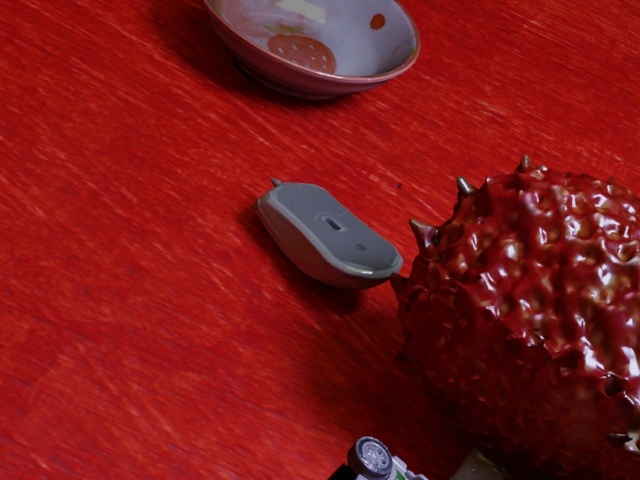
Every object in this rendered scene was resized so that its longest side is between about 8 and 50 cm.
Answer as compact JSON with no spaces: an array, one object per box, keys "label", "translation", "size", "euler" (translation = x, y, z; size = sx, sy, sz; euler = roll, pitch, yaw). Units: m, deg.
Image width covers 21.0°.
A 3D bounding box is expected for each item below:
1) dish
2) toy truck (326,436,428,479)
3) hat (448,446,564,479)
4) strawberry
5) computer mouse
[{"label":"dish","translation":[-0.023,-0.228,1.943],"size":[0.260,0.085,0.260],"euler":[14,36,-11]},{"label":"toy truck","translation":[0.025,0.259,1.327],"size":[0.116,0.110,0.216],"euler":[38,34,-3]},{"label":"hat","translation":[0.195,0.257,1.466],"size":[0.175,0.085,0.147],"euler":[23,8,-43]},{"label":"strawberry","translation":[0.231,0.090,1.479],"size":[0.292,0.292,0.343],"euler":[-2,23,-33]},{"label":"computer mouse","translation":[0.000,0.000,1.684],"size":[0.089,0.056,0.182],"euler":[-7,39,-44]}]
